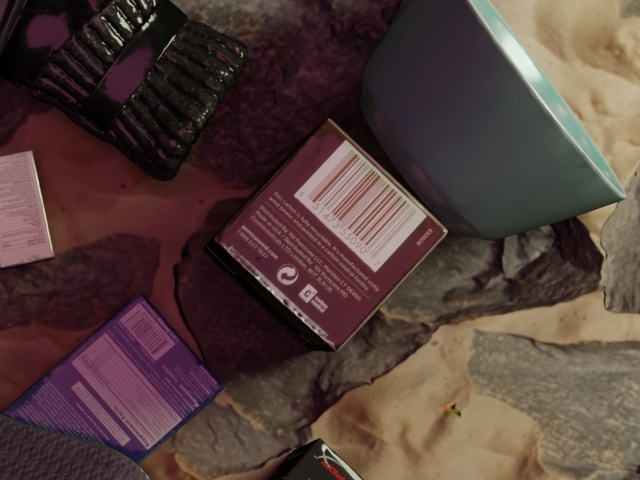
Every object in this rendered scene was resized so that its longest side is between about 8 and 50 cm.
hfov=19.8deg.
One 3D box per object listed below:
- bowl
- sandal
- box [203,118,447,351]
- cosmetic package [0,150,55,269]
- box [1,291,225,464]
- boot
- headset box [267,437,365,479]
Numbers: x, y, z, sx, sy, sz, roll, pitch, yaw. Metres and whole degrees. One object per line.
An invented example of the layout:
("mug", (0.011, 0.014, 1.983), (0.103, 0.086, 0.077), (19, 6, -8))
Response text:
("bowl", (0.155, -0.123, 1.860), (0.163, 0.311, 0.311), (-36, 91, 11))
("sandal", (-0.270, 0.236, 1.855), (0.254, 0.054, 0.097), (27, 78, 6))
("box", (0.000, 0.000, 1.856), (0.168, 0.203, 0.167), (43, 83, -3))
("cosmetic package", (-0.315, -0.031, 1.899), (0.060, 0.041, 0.115), (-10, 88, -8))
("box", (-0.227, 0.177, 1.899), (0.225, 0.036, 0.136), (-41, 92, -7))
("boot", (-0.180, -0.262, 1.883), (0.260, 0.131, 0.348), (27, 94, 2))
("headset box", (-0.030, 0.382, 1.844), (0.218, 0.110, 0.293), (43, 68, -3))
